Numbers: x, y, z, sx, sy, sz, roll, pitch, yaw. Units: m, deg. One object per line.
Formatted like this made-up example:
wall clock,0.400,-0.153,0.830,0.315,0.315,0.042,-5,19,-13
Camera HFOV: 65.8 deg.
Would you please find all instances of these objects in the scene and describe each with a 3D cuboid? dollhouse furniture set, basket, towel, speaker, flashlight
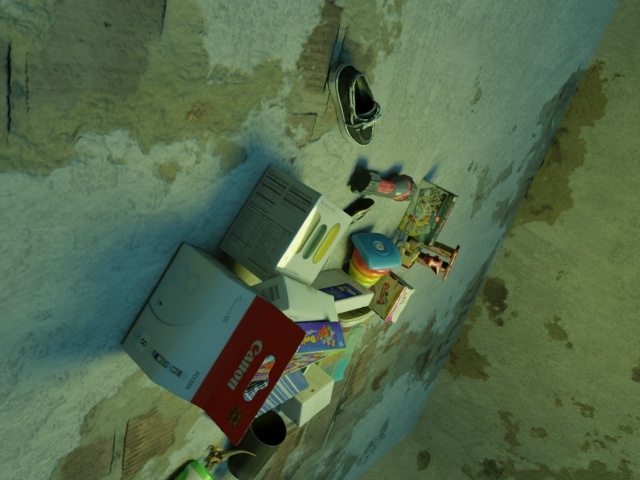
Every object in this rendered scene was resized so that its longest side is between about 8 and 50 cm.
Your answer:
dollhouse furniture set,0.443,0.088,2.080,0.374,0.201,0.152,-29,141,-63
basket,-0.251,0.796,1.906,0.227,0.154,0.204,-59,-176,16
towel,-0.211,0.556,1.763,0.336,0.040,0.243,-28,145,-5
towel,0.067,0.511,2.189,0.271,0.040,0.370,-11,126,-50
speaker,-0.502,0.899,1.680,0.296,0.131,0.131,-42,146,-23
flashlight,0.226,-0.195,1.713,0.304,0.103,0.103,5,88,-54

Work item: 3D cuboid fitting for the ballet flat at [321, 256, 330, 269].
ballet flat,0.000,0.000,1.600,0.241,0.091,0.077,94,20,-45

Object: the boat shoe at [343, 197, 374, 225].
boat shoe,0.123,-0.096,1.707,0.152,0.056,0.049,-30,146,-21

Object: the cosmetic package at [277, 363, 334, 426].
cosmetic package,-0.067,0.609,1.987,0.183,0.151,0.151,-27,138,-41

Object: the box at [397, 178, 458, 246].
box,0.434,-0.111,2.012,0.044,0.159,0.233,4,116,-55

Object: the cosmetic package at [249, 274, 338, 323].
cosmetic package,-0.180,0.219,1.332,0.377,0.097,0.284,-21,157,21

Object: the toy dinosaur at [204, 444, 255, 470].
toy dinosaur,-0.355,0.786,1.813,0.211,0.064,0.112,-28,141,20

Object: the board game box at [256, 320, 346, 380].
board game box,-0.128,0.312,1.350,0.233,0.078,0.347,4,153,-36

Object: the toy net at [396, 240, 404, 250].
toy net,0.299,0.082,2.110,0.232,0.045,0.122,-31,140,-35

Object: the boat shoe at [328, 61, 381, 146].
boat shoe,0.117,-0.366,1.399,0.113,0.105,0.306,-46,147,-16

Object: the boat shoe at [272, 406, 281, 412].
boat shoe,-0.168,0.689,2.040,0.100,0.035,0.035,-23,163,-48

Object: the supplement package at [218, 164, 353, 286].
supplement package,-0.090,-0.022,1.339,0.263,0.198,0.199,-58,148,1

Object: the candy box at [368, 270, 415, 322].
candy box,0.234,0.190,1.931,0.071,0.233,0.159,17,106,-45

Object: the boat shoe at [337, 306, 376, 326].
boat shoe,0.174,0.306,2.077,0.302,0.113,0.103,-20,128,-45

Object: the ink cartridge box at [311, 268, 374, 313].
ink cartridge box,0.013,0.176,1.680,0.371,0.176,0.069,0,119,-54

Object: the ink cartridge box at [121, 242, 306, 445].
ink cartridge box,-0.262,0.231,1.154,0.308,0.385,0.091,-58,149,2

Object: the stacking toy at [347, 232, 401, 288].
stacking toy,0.162,0.124,1.877,0.166,0.175,0.302,-2,137,-31

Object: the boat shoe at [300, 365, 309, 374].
boat shoe,-0.090,0.370,1.768,0.113,0.127,0.340,-8,133,-38
